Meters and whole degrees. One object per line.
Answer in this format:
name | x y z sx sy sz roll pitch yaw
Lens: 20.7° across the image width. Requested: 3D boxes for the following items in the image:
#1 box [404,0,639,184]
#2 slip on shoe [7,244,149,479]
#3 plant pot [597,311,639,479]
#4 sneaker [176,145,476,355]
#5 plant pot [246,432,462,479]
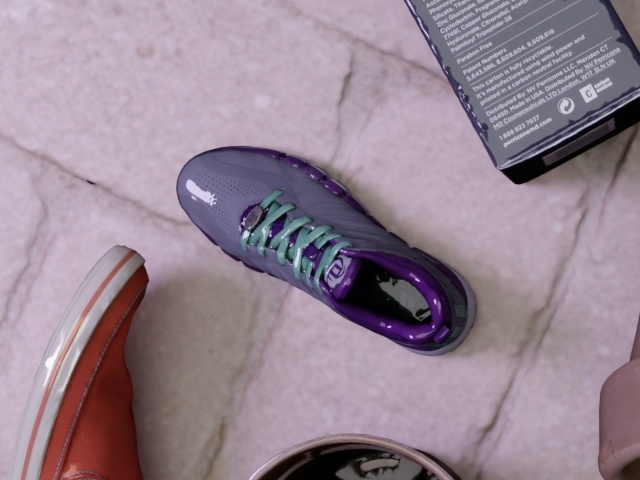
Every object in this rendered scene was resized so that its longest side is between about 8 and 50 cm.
box | 0.115 -0.150 1.097 0.108 0.153 0.207 -29 84 8
slip on shoe | -0.156 0.165 1.165 0.101 0.123 0.331 13 95 -1
plant pot | 0.290 0.027 1.029 0.263 0.263 0.229 -3 71 11
sneaker | 0.000 0.000 1.143 0.224 0.098 0.083 28 94 10
plant pot | 0.034 0.197 1.098 0.167 0.165 0.167 0 89 11
